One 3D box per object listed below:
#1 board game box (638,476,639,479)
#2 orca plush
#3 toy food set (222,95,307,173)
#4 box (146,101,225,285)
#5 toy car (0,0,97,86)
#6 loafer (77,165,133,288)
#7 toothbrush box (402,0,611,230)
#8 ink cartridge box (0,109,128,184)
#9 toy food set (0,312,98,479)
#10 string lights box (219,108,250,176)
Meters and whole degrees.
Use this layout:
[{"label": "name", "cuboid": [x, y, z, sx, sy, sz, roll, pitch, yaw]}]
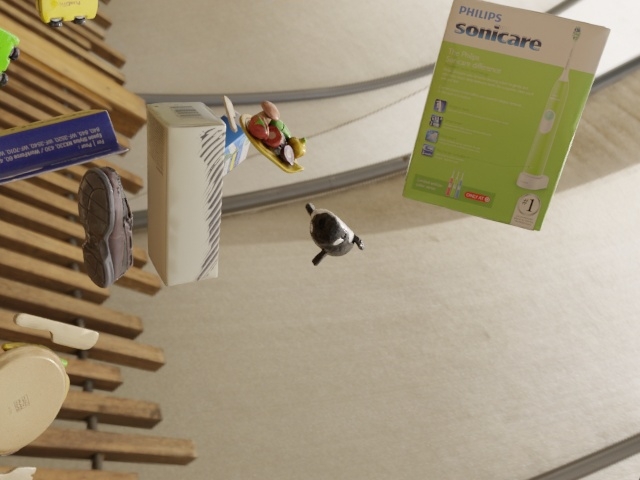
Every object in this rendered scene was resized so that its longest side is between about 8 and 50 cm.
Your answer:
[{"label": "board game box", "cuboid": [0.527, 0.399, 0.885, 0.210, 0.160, 0.047, -51, -163, -21]}, {"label": "orca plush", "cuboid": [0.000, 0.000, 1.299, 0.102, 0.151, 0.287, -52, -170, -2]}, {"label": "toy food set", "cuboid": [-0.097, -0.229, 1.267, 0.071, 0.218, 0.128, -38, -140, 21]}, {"label": "box", "cuboid": [-0.219, -0.073, 0.970, 0.113, 0.094, 0.275, 46, -44, 46]}, {"label": "toy car", "cuboid": [-0.459, -0.324, 0.874, 0.053, 0.239, 0.225, 28, -88, 26]}, {"label": "loafer", "cuboid": [-0.435, -0.034, 1.258, 0.109, 0.095, 0.303, 35, -48, 21]}, {"label": "toothbrush box", "cuboid": [0.253, -0.182, 0.874, 0.206, 0.122, 0.283, 14, -70, 6]}, {"label": "ink cartridge box", "cuboid": [-0.466, -0.130, 0.894, 0.307, 0.303, 0.072, 17, -56, 61]}, {"label": "toy food set", "cuboid": [-0.338, 0.175, 0.671, 0.038, 0.132, 0.192, 14, -104, 31]}, {"label": "string lights box", "cuboid": [-0.276, -0.189, 1.445, 0.260, 0.076, 0.133, -48, 172, -35]}]
